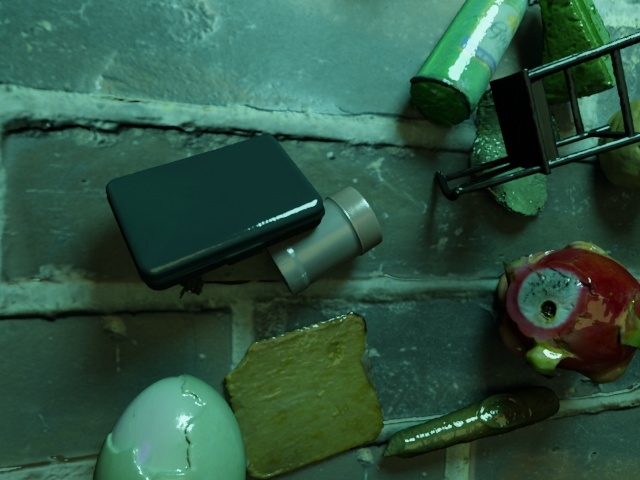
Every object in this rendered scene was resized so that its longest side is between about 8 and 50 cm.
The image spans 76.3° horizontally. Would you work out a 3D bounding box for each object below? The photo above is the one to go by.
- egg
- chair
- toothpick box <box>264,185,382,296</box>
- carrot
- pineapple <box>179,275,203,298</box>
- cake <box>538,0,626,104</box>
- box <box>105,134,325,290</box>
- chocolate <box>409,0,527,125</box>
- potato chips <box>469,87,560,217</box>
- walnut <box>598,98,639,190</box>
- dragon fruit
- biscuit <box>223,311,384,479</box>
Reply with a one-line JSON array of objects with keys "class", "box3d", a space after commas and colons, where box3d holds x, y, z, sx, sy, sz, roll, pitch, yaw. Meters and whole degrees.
[{"class": "egg", "box3d": [-0.185, 0.282, 0.520, 0.183, 0.183, 0.217, 7, 80, -17]}, {"class": "chair", "box3d": [0.286, -0.163, 0.567, 0.260, 0.154, 0.141, -17, 103, 11]}, {"class": "toothpick box", "box3d": [0.000, 0.000, 0.580, 0.149, 0.098, 0.098, -31, 104, -10]}, {"class": "carrot", "box3d": [0.267, 0.318, 0.713, 0.343, 0.070, 0.070, -10, 99, -13]}, {"class": "pineapple", "box3d": [-0.163, 0.017, 0.558, 0.058, 0.058, 0.124, 8, 95, -17]}, {"class": "cake", "box3d": [0.400, -0.335, 0.621, 0.100, 0.099, 0.235, -34, 118, -33]}, {"class": "box", "box3d": [-0.127, -0.046, 0.507, 0.230, 0.050, 0.160, -23, 61, -23]}, {"class": "chocolate", "box3d": [0.248, -0.323, 0.617, 0.110, 0.110, 0.291, 33, 84, -17]}, {"class": "potato chips", "box3d": [0.332, -0.151, 0.678, 0.167, 0.059, 0.228, -5, 107, -8]}, {"class": "walnut", "box3d": [0.566, -0.167, 0.703, 0.167, 0.149, 0.166, -17, 116, -37]}, {"class": "dragon fruit", "box3d": [0.406, 0.116, 0.660, 0.227, 0.224, 0.224, 27, 88, -29]}, {"class": "biscuit", "box3d": [-0.020, 0.248, 0.647, 0.237, 0.013, 0.231, -14, 100, -15]}]
